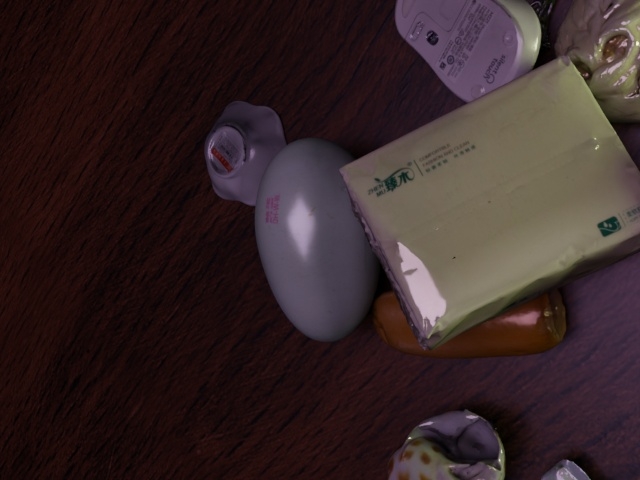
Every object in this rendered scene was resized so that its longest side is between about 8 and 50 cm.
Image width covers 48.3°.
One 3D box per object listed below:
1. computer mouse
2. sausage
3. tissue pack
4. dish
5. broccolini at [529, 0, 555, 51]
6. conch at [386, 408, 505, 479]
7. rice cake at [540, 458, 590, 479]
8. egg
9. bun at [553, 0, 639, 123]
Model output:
[{"bbox_3d":[0.246,-0.343,1.173,0.297,0.121,0.184,47,128,30],"label":"computer mouse"},{"bbox_3d":[0.229,0.137,1.219,0.353,0.116,0.134,-10,113,34],"label":"sausage"},{"bbox_3d":[0.256,-0.044,1.059,0.380,0.207,0.297,-28,71,3],"label":"tissue pack"},{"bbox_3d":[-0.176,-0.183,1.481,0.229,0.081,0.230,2,94,32],"label":"dish"},{"bbox_3d":[0.384,-0.424,1.150,0.255,0.071,0.057,-64,21,11],"label":"broccolini"},{"bbox_3d":[0.206,0.403,1.227,0.274,0.183,0.149,-9,130,39],"label":"conch"},{"bbox_3d":[0.480,0.451,1.110,0.290,0.051,0.081,38,120,24],"label":"rice cake"},{"bbox_3d":[0.000,0.000,1.291,0.229,0.230,0.371,-6,93,33],"label":"egg"},{"bbox_3d":[0.445,-0.284,1.052,0.231,0.133,0.231,3,96,33],"label":"bun"}]
